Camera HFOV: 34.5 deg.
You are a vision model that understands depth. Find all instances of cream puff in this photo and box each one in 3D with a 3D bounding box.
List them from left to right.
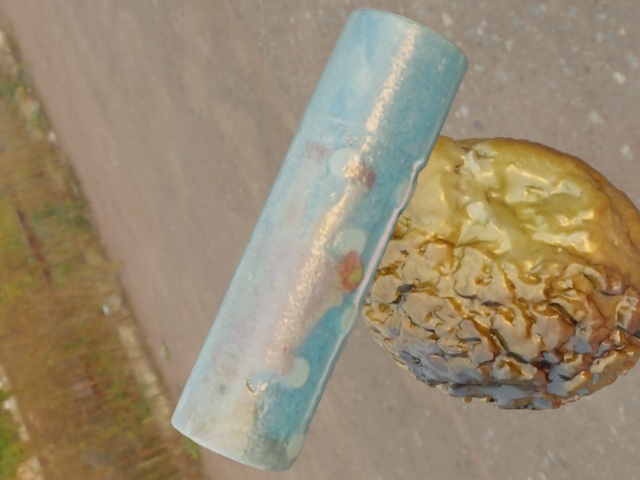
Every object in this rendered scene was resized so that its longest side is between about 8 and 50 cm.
[{"bbox_3d":[0.177,0.048,1.070,0.343,0.231,0.327,33,153,-29],"label":"cream puff"}]

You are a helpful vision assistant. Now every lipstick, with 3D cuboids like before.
[{"bbox_3d":[0.000,0.000,0.360,0.157,0.048,0.048,-66,23,-3],"label":"lipstick"}]
